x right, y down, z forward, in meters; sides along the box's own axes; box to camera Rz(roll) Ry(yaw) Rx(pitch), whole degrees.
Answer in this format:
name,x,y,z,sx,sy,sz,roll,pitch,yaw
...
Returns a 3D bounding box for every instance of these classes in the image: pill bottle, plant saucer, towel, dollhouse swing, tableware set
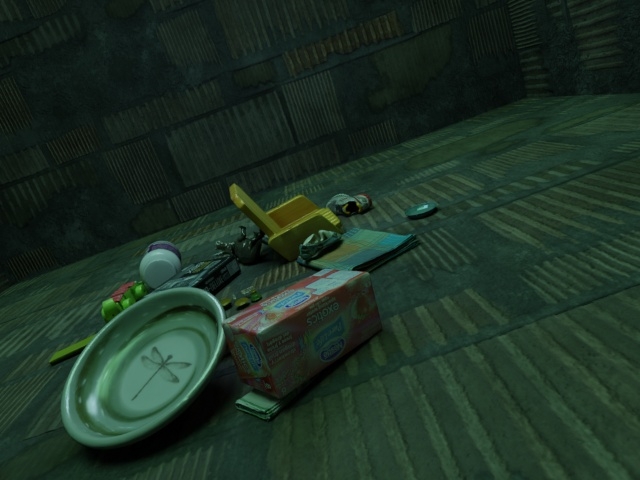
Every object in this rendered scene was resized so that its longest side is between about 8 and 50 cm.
name,x,y,z,sx,sy,sz,roll,pitch,yaw
pill bottle,-0.673,0.108,2.002,0.169,0.170,0.301,-24,16,-12
plant saucer,-0.374,0.286,1.066,0.399,0.101,0.401,-16,38,13
plant saucer,0.364,-0.106,1.716,0.119,0.021,0.119,-18,16,5
towel,-0.087,0.294,0.955,0.113,0.023,0.152,-2,24,46
towel,-0.800,0.354,1.629,0.237,0.021,0.102,-25,11,-13
dollhouse swing,-0.139,-0.135,1.834,0.315,0.305,0.347,-29,20,-2
tableware set,-0.263,0.196,1.492,0.154,0.024,0.104,-24,20,-16
towel,0.106,0.031,1.550,0.271,0.040,0.370,-26,17,-23

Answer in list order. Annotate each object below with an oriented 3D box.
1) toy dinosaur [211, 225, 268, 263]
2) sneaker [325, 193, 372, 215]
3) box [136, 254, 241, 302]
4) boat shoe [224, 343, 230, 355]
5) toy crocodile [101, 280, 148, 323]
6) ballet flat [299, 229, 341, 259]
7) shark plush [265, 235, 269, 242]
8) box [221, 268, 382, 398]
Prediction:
name,x,y,z,sx,sy,sz,roll,pitch,yaw
toy dinosaur,-0.286,0.032,1.904,0.313,0.121,0.161,12,79,42
sneaker,0.109,-0.153,2.059,0.225,0.088,0.092,-6,23,42
box,-0.473,0.167,1.733,0.242,0.077,0.307,-11,19,31
boat shoe,-0.362,0.228,1.236,0.323,0.117,0.123,3,36,18
toy crocodile,-0.759,0.226,1.837,0.115,0.105,0.340,-19,16,3
ballet flat,0.000,0.000,1.616,0.070,0.070,0.188,-2,23,47
shark plush,-0.170,-0.037,2.083,0.161,0.073,0.067,-22,-15,10
box,-0.031,0.179,0.997,0.299,0.142,0.154,-25,15,-37
